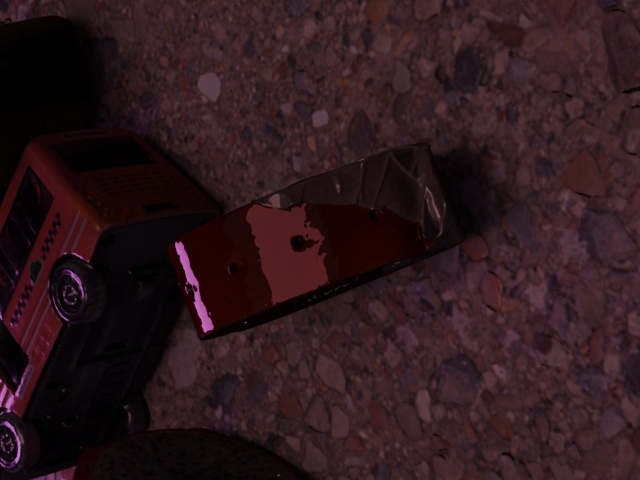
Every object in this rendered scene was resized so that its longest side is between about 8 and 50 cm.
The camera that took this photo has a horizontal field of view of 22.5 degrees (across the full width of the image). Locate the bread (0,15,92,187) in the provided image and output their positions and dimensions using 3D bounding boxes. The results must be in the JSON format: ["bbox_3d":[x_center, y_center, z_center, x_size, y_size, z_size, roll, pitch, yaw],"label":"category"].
[{"bbox_3d":[-0.439,-0.151,1.908,0.251,0.376,0.208,-1,107,26],"label":"bread"}]

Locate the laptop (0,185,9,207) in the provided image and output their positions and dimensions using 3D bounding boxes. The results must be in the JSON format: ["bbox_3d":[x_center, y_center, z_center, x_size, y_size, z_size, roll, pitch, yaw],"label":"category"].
[{"bbox_3d":[-0.431,-0.055,2.142,0.197,0.016,0.135,-22,79,42],"label":"laptop"}]

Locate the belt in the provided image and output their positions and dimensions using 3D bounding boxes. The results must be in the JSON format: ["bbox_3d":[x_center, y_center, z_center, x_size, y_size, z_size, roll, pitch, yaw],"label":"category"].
[{"bbox_3d":[0.000,0.000,1.639,0.324,0.227,0.115,-23,86,29],"label":"belt"}]

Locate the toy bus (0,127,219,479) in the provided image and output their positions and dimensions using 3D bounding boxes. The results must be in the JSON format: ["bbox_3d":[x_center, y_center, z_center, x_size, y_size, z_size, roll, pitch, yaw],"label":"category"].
[{"bbox_3d":[-0.307,0.083,1.945,0.233,0.203,0.427,46,125,28],"label":"toy bus"}]

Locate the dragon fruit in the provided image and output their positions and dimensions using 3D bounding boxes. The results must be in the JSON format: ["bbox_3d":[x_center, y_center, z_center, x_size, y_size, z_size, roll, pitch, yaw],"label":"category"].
[{"bbox_3d":[-0.163,0.350,1.820,0.291,0.291,0.189,23,113,37],"label":"dragon fruit"}]
